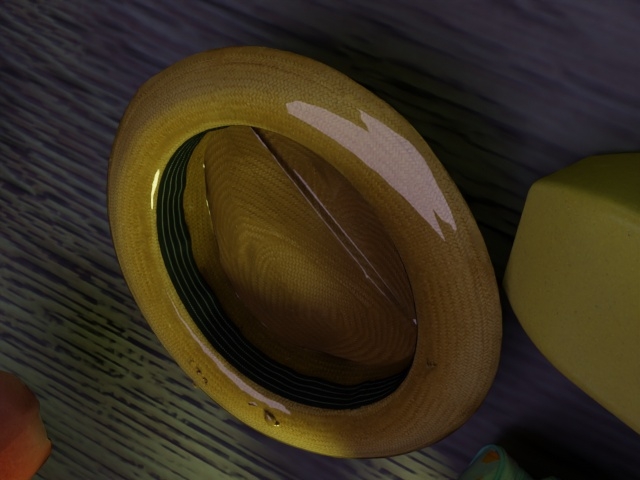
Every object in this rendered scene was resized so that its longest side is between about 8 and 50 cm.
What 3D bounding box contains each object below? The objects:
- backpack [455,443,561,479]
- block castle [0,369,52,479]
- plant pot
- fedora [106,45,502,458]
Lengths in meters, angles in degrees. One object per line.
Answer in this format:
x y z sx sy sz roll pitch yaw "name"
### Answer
0.077 0.164 0.469 0.115 0.182 0.152 41 115 6 "backpack"
-0.175 0.280 0.665 0.303 0.213 0.453 33 132 1 "block castle"
0.118 0.010 0.439 0.083 0.081 0.081 30 124 30 "plant pot"
0.000 0.000 0.506 0.194 0.079 0.194 14 123 22 "fedora"
